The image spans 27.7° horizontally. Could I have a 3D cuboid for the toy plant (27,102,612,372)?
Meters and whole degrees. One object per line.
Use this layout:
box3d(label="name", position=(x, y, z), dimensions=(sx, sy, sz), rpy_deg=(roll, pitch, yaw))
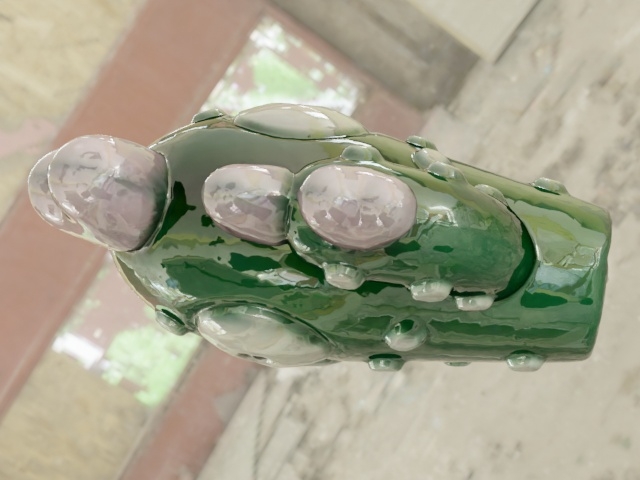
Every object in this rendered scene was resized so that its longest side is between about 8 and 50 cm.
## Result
box3d(label="toy plant", position=(0.000, 0.001, 0.560), dimensions=(0.243, 0.232, 0.112), rpy_deg=(5, 80, 35))
